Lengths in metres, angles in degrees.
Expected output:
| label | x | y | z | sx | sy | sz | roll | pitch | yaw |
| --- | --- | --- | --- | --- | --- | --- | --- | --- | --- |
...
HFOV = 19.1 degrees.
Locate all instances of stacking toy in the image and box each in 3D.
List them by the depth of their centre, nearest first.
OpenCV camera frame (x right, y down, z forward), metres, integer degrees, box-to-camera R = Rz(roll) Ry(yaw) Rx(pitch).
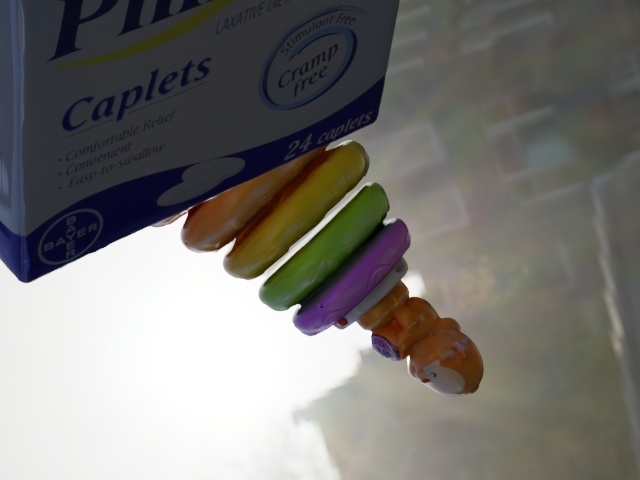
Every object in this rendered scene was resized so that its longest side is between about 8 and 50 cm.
| label | x | y | z | sx | sy | sz | roll | pitch | yaw |
| --- | --- | --- | --- | --- | --- | --- | --- | --- | --- |
| stacking toy | 0.000 | 0.000 | 1.320 | 0.302 | 0.175 | 0.166 | 47 | -121 | -3 |

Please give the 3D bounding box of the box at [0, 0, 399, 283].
| label | x | y | z | sx | sy | sz | roll | pitch | yaw |
| --- | --- | --- | --- | --- | --- | --- | --- | --- | --- |
| box | -0.045 | -0.076 | 0.508 | 0.072 | 0.126 | 0.137 | 47 | 149 | 29 |
